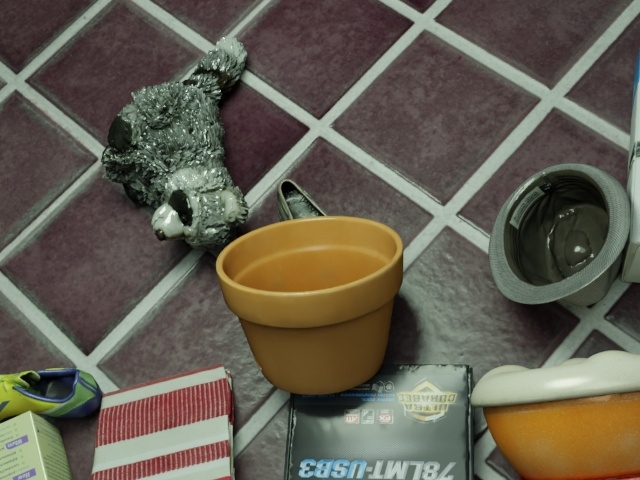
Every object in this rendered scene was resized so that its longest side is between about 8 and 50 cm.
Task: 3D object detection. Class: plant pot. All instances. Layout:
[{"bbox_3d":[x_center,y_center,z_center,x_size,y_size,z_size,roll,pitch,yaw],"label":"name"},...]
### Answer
[{"bbox_3d":[-0.007,0.108,1.460,0.291,0.203,0.291,-6,22,2],"label":"plant pot"}]

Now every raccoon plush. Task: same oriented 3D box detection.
[{"bbox_3d":[-0.183,-0.180,1.688,0.299,0.216,0.446,30,73,14],"label":"raccoon plush"}]

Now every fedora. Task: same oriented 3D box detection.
[{"bbox_3d":[0.400,0.010,1.486,0.244,0.124,0.275,-32,40,25],"label":"fedora"}]

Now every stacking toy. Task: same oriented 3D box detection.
[{"bbox_3d":[0.408,0.395,1.266,0.351,0.350,0.479,-8,79,8],"label":"stacking toy"}]

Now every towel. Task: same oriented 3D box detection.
[{"bbox_3d":[-0.251,0.351,1.473,0.237,0.037,0.329,-14,41,5],"label":"towel"}]

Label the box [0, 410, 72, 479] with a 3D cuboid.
[{"bbox_3d":[-0.515,0.437,1.495,0.214,0.117,0.243,-24,62,-1],"label":"box"}]

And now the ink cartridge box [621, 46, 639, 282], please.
[{"bbox_3d":[0.651,-0.122,1.503,0.286,0.166,0.394,6,66,14],"label":"ink cartridge box"}]

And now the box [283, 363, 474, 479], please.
[{"bbox_3d":[0.093,0.342,1.447,0.296,0.073,0.293,-1,64,12],"label":"box"}]

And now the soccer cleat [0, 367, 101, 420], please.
[{"bbox_3d":[-0.518,0.254,1.574,0.289,0.121,0.093,-3,54,9],"label":"soccer cleat"}]

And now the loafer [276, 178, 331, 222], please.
[{"bbox_3d":[0.000,0.000,1.620,0.096,0.084,0.267,-36,63,-7],"label":"loafer"}]
